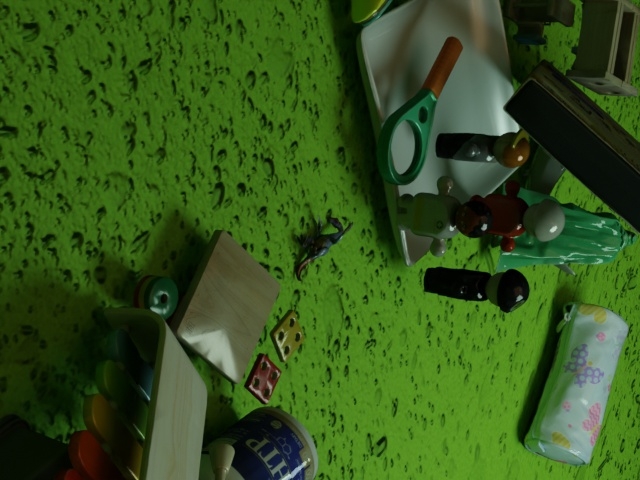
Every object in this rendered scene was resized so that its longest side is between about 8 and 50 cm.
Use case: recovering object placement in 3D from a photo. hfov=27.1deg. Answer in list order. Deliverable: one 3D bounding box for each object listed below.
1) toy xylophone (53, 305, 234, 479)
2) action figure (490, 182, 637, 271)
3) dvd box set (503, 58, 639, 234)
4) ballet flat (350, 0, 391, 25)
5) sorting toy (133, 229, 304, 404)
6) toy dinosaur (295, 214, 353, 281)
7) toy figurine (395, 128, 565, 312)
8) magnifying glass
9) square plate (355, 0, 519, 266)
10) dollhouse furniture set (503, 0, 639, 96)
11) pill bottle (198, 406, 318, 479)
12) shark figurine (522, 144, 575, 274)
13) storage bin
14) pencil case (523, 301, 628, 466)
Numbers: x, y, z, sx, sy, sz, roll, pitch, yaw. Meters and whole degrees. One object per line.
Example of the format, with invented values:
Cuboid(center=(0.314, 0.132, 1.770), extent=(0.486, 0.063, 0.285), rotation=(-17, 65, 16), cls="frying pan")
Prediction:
Cuboid(center=(-0.168, 0.229, 1.326), extent=(0.323, 0.081, 0.236), rotation=(-83, 157, -51), cls="toy xylophone")
Cuboid(center=(0.382, -0.010, 2.058), extent=(0.232, 0.063, 0.137), rotation=(6, 94, -11), cls="action figure")
Cuboid(center=(0.402, -0.125, 1.880), extent=(0.062, 0.307, 0.420), rotation=(-48, 179, 16), cls="dvd box set")
Cuboid(center=(0.079, -0.369, 1.698), extent=(0.077, 0.077, 0.231), rotation=(47, 53, -22), cls="ballet flat")
Cuboid(center=(-0.114, 0.079, 1.516), extent=(0.274, 0.046, 0.132), rotation=(46, 59, -46), cls="sorting toy")
Cuboid(center=(0.000, 0.000, 1.684), extent=(0.090, 0.047, 0.082), rotation=(-57, 160, 21), cls="toy dinosaur")
Cuboid(center=(0.221, -0.031, 1.788), extent=(0.213, 0.148, 0.210), rotation=(-54, 135, -32), cls="toy figurine")
Cuboid(center=(0.135, -0.174, 1.752), extent=(0.092, 0.026, 0.231), rotation=(52, 54, -44), cls="magnifying glass")
Cuboid(center=(0.166, -0.193, 1.853), extent=(0.347, 0.049, 0.344), rotation=(-40, 125, -43), cls="square plate")
Cuboid(center=(0.384, -0.298, 2.017), extent=(0.129, 0.183, 0.129), rotation=(14, 85, -54), cls="dollhouse furniture set")
Cuboid(center=(-0.098, 0.280, 1.516), extent=(0.186, 0.112, 0.112), rotation=(-34, 122, -46), cls="pill bottle")
Cuboid(center=(0.387, -0.101, 2.118), extent=(0.166, 0.116, 0.278), rotation=(41, 61, -47), cls="shark figurine")
Cuboid(center=(-0.294, 0.242, 1.261), extent=(0.135, 0.091, 0.098), rotation=(-37, 124, -44), cls="storage bin")
Cuboid(center=(0.430, 0.240, 2.228), extent=(0.124, 0.113, 0.273), rotation=(34, 68, -41), cls="pencil case")
